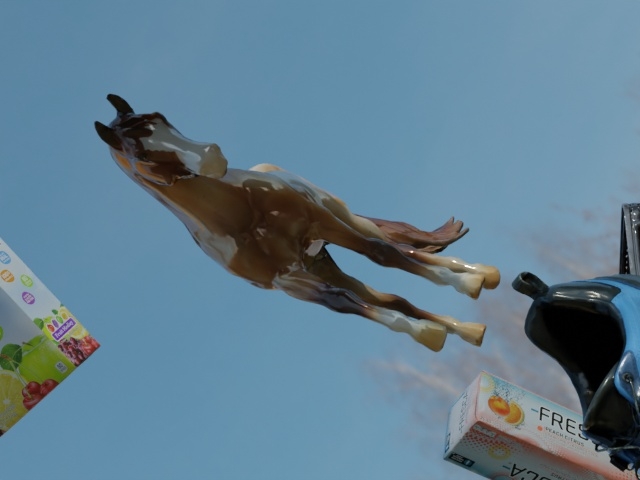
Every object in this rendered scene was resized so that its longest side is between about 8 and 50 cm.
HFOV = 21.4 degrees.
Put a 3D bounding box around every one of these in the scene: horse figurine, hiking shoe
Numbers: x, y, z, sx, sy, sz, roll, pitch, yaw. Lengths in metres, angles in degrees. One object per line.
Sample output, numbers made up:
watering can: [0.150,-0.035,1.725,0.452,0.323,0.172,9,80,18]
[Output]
horse figurine: [0.000,0.000,0.832,0.263,0.174,0.066,3,-70,-78]
hiking shoe: [0.224,0.131,1.037,0.132,0.304,0.113,2,-57,-23]

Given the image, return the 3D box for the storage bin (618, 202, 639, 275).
storage bin: [0.270,0.061,1.270,0.180,0.084,0.122,76,-168,-56]

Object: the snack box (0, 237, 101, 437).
snack box: [-0.374,0.099,1.846,0.174,0.207,0.070,-42,2,27]

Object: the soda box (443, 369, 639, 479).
soda box: [0.196,0.178,1.399,0.063,0.183,0.058,-55,14,41]
